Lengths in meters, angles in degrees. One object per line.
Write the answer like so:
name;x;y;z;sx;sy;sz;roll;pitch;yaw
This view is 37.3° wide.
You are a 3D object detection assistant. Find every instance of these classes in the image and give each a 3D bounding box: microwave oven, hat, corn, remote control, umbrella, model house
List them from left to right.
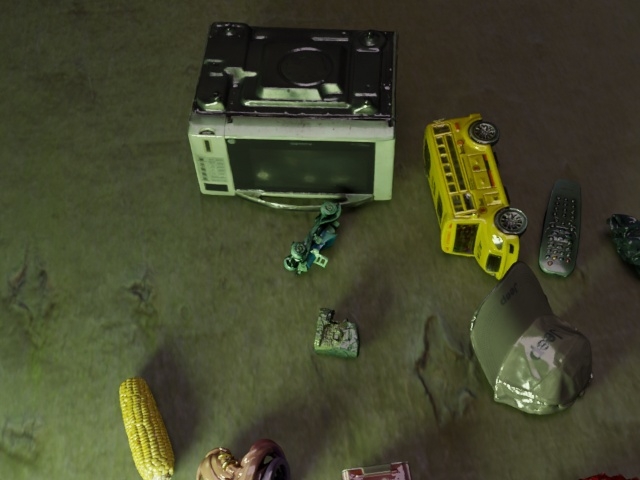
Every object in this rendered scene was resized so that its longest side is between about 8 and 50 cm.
corn;-0.301;0.328;1.638;0.067;0.067;0.206;-18;55;-10
microwave oven;-0.044;-0.260;1.900;0.394;0.247;0.333;2;53;3
model house;0.033;0.170;1.732;0.083;0.066;0.078;7;59;4
hat;0.380;0.174;1.648;0.149;0.244;0.214;21;59;39
remote control;0.474;-0.026;1.865;0.072;0.042;0.222;11;59;9
umbrella;0.724;-0.053;1.848;0.349;0.094;0.143;-23;63;-16

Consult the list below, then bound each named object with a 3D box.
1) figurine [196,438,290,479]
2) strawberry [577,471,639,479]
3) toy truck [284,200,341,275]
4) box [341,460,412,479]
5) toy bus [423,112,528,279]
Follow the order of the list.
figurine;-0.129;0.387;1.566;0.157;0.126;0.114;4;14;2
strawberry;0.427;0.481;1.448;0.261;0.257;0.261;4;78;-18
toy truck;-0.001;0.001;1.842;0.078;0.080;0.154;34;62;3
box;0.106;0.476;1.526;0.120;0.069;0.224;-8;57;-5
toy bus;0.294;-0.083;1.847;0.152;0.144;0.330;-7;55;-3
